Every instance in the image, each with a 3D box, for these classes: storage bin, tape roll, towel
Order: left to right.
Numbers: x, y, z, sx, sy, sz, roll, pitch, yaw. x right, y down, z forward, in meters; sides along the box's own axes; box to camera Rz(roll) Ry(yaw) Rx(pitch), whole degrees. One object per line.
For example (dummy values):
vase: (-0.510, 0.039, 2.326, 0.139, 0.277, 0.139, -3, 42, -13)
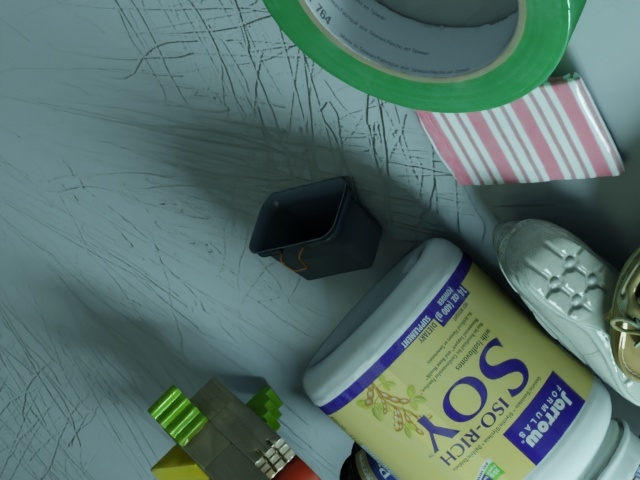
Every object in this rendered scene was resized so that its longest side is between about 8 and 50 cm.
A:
storage bin: (0.000, 0.000, 2.047, 0.135, 0.098, 0.091, -14, 139, 42)
tape roll: (0.090, -0.260, 1.672, 0.321, 0.077, 0.321, 17, 143, 13)
towel: (0.199, -0.115, 1.819, 0.197, 0.029, 0.144, -2, 141, 30)

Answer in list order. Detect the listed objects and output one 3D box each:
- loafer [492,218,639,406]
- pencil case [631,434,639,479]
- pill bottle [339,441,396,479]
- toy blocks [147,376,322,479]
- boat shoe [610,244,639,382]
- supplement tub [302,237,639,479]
loafer: (0.307, 0.079, 1.953, 0.319, 0.112, 0.111, 44, 178, -30)
pencil case: (0.542, 0.336, 2.058, 0.410, 0.160, 0.183, 24, 117, 3)
pill bottle: (0.113, 0.263, 2.217, 0.123, 0.123, 0.219, 33, 140, -8)
toy blocks: (-0.043, 0.346, 2.332, 0.261, 0.191, 0.381, 39, 169, 36)
boat shoe: (0.356, 0.041, 1.801, 0.105, 0.089, 0.285, 17, 124, 8)
supplement tub: (0.171, 0.185, 1.996, 0.331, 0.241, 0.241, 43, 143, -3)
